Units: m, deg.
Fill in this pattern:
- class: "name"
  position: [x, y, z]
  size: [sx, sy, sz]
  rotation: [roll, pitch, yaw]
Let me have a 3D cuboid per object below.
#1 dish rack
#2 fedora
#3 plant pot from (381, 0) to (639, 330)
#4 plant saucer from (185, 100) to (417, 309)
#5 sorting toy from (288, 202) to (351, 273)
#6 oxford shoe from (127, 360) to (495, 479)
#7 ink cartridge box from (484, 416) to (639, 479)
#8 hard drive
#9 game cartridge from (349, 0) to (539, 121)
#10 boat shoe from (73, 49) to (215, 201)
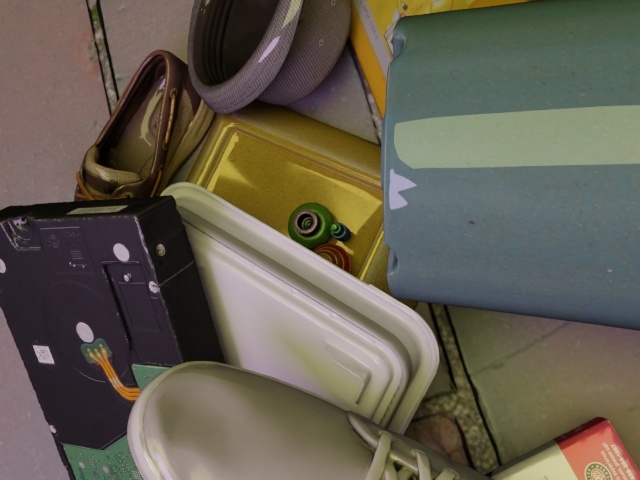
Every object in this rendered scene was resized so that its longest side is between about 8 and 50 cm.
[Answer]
- class: "dish rack"
  position: [-0.072, 0.126, 0.769]
  size: [0.332, 0.072, 0.286]
  rotation: [31, 126, 15]
- class: "fedora"
  position: [-0.047, -0.270, 0.871]
  size: [0.243, 0.124, 0.276]
  rotation: [0, 79, 52]
- class: "plant pot"
  position: [0.229, -0.067, 0.654]
  size: [0.334, 0.341, 0.341]
  rotation: [1, 80, 10]
- class: "plant saucer"
  position: [-0.049, 0.012, 0.868]
  size: [0.332, 0.081, 0.333]
  rotation: [24, 87, 18]
- class: "sorting toy"
  position: [0.000, 0.000, 0.792]
  size: [0.061, 0.042, 0.102]
  rotation: [-30, 73, 8]
- class: "oxford shoe"
  position: [0.062, 0.217, 0.592]
  size: [0.449, 0.130, 0.169]
  rotation: [31, 47, -2]
- class: "ink cartridge box"
  position: [0.214, 0.303, 0.730]
  size: [0.237, 0.100, 0.172]
  rotation: [-30, 74, 7]
- class: "hard drive"
  position: [-0.201, 0.124, 0.761]
  size: [0.236, 0.064, 0.339]
  rotation: [-2, 111, 32]
- class: "game cartridge"
  position: [0.105, -0.325, 0.814]
  size: [0.285, 0.052, 0.324]
  rotation: [-41, 66, 50]
- class: "boat shoe"
  position: [-0.249, -0.073, 0.914]
  size: [0.123, 0.123, 0.342]
  rotation: [30, 88, 18]
